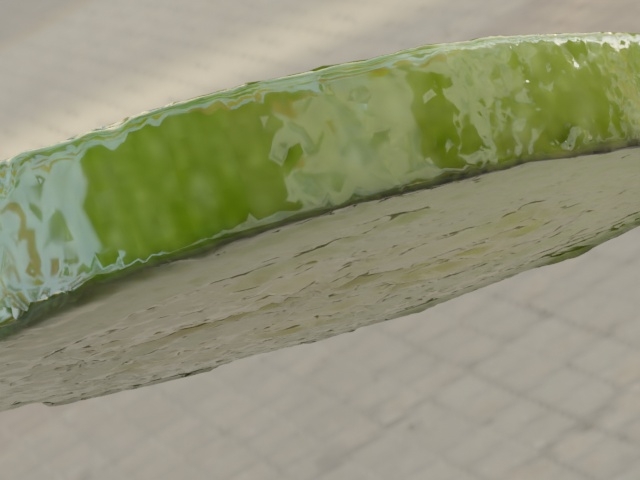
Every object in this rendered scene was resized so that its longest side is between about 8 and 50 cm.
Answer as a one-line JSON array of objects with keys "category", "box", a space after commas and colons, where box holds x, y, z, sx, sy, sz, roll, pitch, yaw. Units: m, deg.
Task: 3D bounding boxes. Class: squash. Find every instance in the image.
[{"category": "squash", "box": [-0.002, -0.005, 0.464, 0.219, 0.041, 0.219, -16, -8, -2]}]
